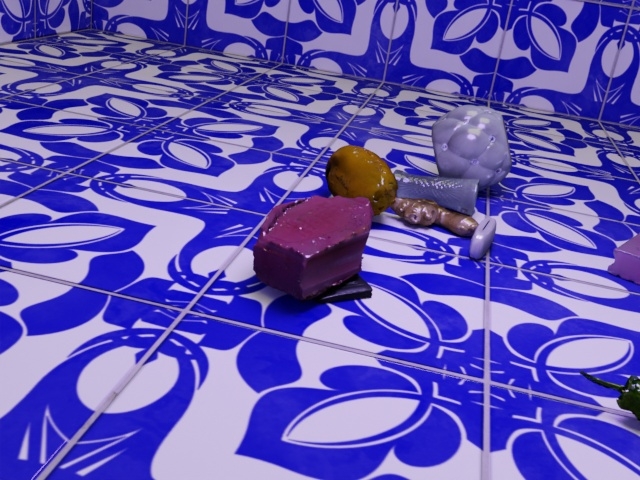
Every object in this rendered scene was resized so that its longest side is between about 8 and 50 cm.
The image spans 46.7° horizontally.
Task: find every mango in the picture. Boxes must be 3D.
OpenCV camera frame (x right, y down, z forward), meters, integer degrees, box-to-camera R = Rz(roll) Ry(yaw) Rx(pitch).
[{"bbox_3d":[0.100,-0.142,1.752,0.151,0.156,0.248,-20,25,-13],"label":"mango"}]

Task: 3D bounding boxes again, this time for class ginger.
[{"bbox_3d":[0.268,-0.056,1.759,0.214,0.058,0.133,28,21,35],"label":"ginger"}]

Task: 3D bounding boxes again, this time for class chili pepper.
[{"bbox_3d":[0.514,0.264,1.063,0.122,0.065,0.279,-9,32,-44],"label":"chili pepper"}]

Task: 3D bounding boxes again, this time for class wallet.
[{"bbox_3d":[-0.010,0.051,1.435,0.124,0.025,0.244,-7,29,-28],"label":"wallet"}]

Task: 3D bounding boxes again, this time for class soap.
[{"bbox_3d":[0.000,0.000,1.390,0.182,0.112,0.289,28,33,33],"label":"soap"},{"bbox_3d":[0.747,0.043,1.683,0.122,0.065,0.203,24,26,32],"label":"soap"}]

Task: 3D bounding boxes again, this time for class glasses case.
[{"bbox_3d":[0.365,-0.006,1.662,0.041,0.063,0.164,16,24,19],"label":"glasses case"}]

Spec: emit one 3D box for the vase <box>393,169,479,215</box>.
[{"bbox_3d":[0.290,-0.129,1.899,0.219,0.096,0.096,11,22,14],"label":"vase"}]

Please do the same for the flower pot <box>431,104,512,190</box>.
[{"bbox_3d":[0.419,-0.253,2.041,0.195,0.246,0.246,-10,17,18],"label":"flower pot"}]
